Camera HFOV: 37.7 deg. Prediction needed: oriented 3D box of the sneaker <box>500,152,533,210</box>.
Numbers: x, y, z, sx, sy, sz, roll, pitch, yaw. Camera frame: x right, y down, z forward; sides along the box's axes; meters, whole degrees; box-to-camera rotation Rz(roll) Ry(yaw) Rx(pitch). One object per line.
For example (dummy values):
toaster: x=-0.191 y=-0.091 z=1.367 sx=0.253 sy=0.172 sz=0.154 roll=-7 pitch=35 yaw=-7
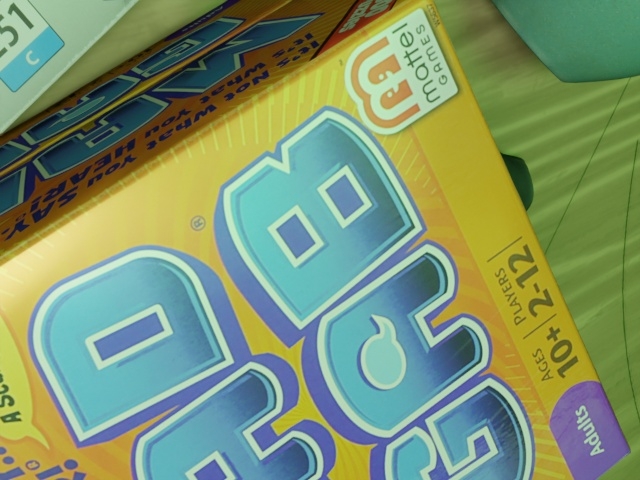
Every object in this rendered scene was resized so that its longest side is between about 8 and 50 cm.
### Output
sneaker: x=0.186 y=-0.003 z=1.092 sx=0.118 sy=0.083 sz=0.222 roll=11 pitch=93 yaw=-38

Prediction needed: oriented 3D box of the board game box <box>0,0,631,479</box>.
board game box: x=-0.073 y=0.062 z=0.691 sx=0.356 sy=0.356 sz=0.356 roll=-34 pitch=114 yaw=-13

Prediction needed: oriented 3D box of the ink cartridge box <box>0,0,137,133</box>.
ink cartridge box: x=-0.245 y=-0.277 z=0.726 sx=0.296 sy=0.066 sz=0.261 roll=-50 pitch=125 yaw=-17

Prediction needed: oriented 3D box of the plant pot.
plant pot: x=0.300 y=-0.287 z=1.022 sx=0.195 sy=0.290 sz=0.290 roll=-40 pitch=129 yaw=21
